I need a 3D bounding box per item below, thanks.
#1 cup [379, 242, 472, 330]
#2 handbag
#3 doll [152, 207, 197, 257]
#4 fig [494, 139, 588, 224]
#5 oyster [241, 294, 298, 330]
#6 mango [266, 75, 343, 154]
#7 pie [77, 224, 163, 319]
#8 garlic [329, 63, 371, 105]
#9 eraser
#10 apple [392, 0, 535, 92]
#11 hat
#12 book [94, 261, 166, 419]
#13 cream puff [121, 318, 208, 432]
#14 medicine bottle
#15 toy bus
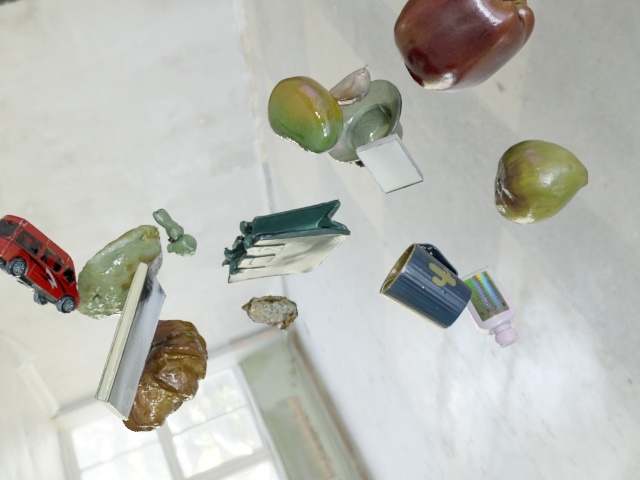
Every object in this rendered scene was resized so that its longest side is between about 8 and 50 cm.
[{"bbox_3d":[0.228,0.087,1.598,0.155,0.176,0.131,36,137,-1],"label":"cup"},{"bbox_3d":[-0.089,0.009,1.779,0.326,0.238,0.090,137,122,-62],"label":"handbag"},{"bbox_3d":[-0.383,-0.016,1.994,0.150,0.077,0.115,53,178,-6],"label":"doll"},{"bbox_3d":[0.335,-0.092,1.206,0.153,0.120,0.136,2,89,60],"label":"fig"},{"bbox_3d":[-0.110,0.148,1.676,0.132,0.086,0.029,28,-171,20],"label":"oyster"},{"bbox_3d":[-0.035,-0.286,1.743,0.114,0.156,0.251,43,-179,-41],"label":"mango"},{"bbox_3d":[-0.395,0.068,1.555,0.090,0.201,0.248,45,138,18],"label":"pie"},{"bbox_3d":[0.081,-0.368,1.857,0.066,0.152,0.084,60,-151,-1],"label":"garlic"},{"bbox_3d":[0.160,-0.174,1.762,0.150,0.103,0.023,50,-147,-40],"label":"eraser"},{"bbox_3d":[0.334,-0.505,1.827,0.316,0.288,0.288,-28,80,38],"label":"apple"},{"bbox_3d":[0.148,-0.295,2.078,0.130,0.257,0.257,32,-164,-41],"label":"hat"},{"bbox_3d":[-0.305,0.168,1.258,0.160,0.024,0.229,90,-169,-66],"label":"book"},{"bbox_3d":[-0.343,0.290,1.698,0.155,0.241,0.269,41,-160,-27],"label":"cream puff"},{"bbox_3d":[0.465,0.188,2.103,0.078,0.115,0.219,69,176,-63],"label":"medicine bottle"},{"bbox_3d":[-0.476,0.045,1.292,0.081,0.089,0.195,11,152,35],"label":"toy bus"}]
